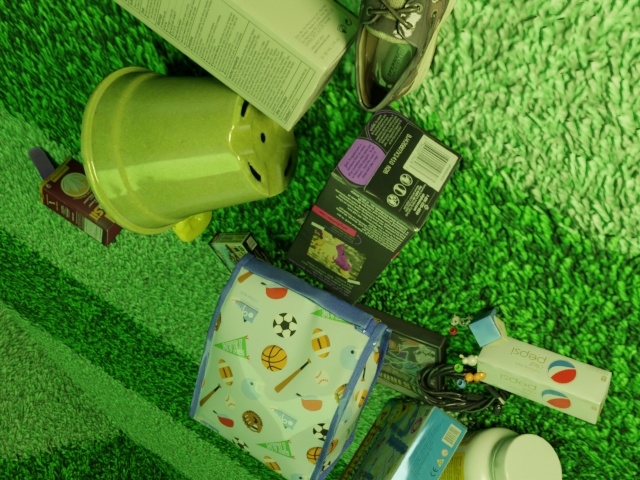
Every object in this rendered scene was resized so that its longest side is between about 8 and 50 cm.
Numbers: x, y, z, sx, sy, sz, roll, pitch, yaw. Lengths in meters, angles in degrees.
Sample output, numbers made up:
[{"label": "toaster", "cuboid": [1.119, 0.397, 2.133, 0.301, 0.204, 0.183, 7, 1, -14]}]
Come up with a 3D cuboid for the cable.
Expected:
[{"label": "cable", "cuboid": [0.278, 0.291, 1.456, 0.184, 0.047, 0.151, 17, 146, 3]}]

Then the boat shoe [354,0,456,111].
[{"label": "boat shoe", "cuboid": [0.094, -0.265, 0.878, 0.102, 0.092, 0.285, 28, 148, 11]}]

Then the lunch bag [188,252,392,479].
[{"label": "lunch bag", "cuboid": [-0.054, 0.243, 1.485, 0.327, 0.239, 0.386, 25, 124, 17]}]

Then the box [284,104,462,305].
[{"label": "box", "cuboid": [0.072, -0.046, 1.123, 0.143, 0.165, 0.270, 35, 149, 1]}]

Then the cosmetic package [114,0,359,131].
[{"label": "cosmetic package", "cuboid": [-0.116, -0.308, 1.002, 0.309, 0.113, 0.160, 38, 148, -3]}]

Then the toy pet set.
[{"label": "toy pet set", "cuboid": [0.261, 0.172, 1.285, 0.114, 0.122, 0.065, -30, 134, 29]}]

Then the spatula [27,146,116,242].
[{"label": "spatula", "cuboid": [-0.597, -0.105, 1.805, 0.084, 0.030, 0.296, -13, 124, 48]}]

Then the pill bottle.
[{"label": "pill bottle", "cuboid": [0.341, 0.499, 1.575, 0.188, 0.188, 0.334, 40, 149, -8]}]

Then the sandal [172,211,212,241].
[{"label": "sandal", "cuboid": [-0.312, -0.126, 1.428, 0.138, 0.126, 0.317, 26, 146, 22]}]

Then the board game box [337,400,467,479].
[{"label": "board game box", "cuboid": [0.143, 0.494, 1.578, 0.086, 0.308, 0.302, 36, 164, -5]}]

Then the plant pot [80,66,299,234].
[{"label": "plant pot", "cuboid": [-0.183, -0.152, 1.170, 0.253, 0.276, 0.276, -3, 133, 29]}]

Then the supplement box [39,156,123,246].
[{"label": "supplement box", "cuboid": [-0.529, -0.088, 1.692, 0.188, 0.104, 0.081, 34, 148, 2]}]

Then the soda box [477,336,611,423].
[{"label": "soda box", "cuboid": [0.386, 0.237, 1.297, 0.216, 0.069, 0.074, 18, 145, 25]}]

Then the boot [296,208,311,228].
[{"label": "boot", "cuboid": [0.000, 0.000, 1.374, 0.114, 0.037, 0.106, 31, 135, 1]}]

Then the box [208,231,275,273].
[{"label": "box", "cuboid": [-0.141, 0.068, 1.601, 0.114, 0.036, 0.207, -1, 134, 44]}]

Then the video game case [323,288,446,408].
[{"label": "video game case", "cuboid": [0.131, 0.231, 1.562, 0.274, 0.035, 0.248, 20, 145, 24]}]
